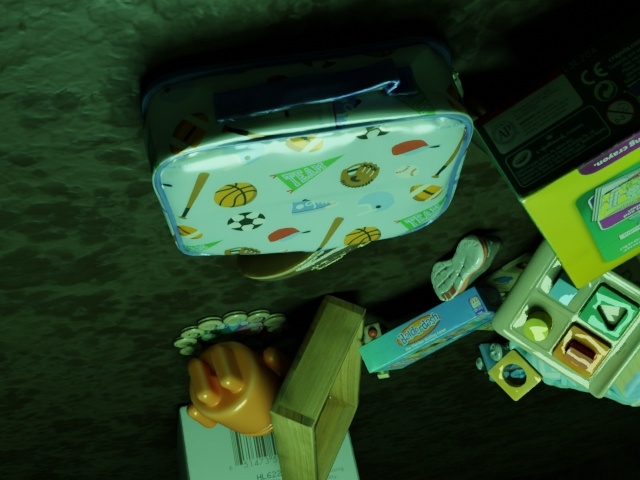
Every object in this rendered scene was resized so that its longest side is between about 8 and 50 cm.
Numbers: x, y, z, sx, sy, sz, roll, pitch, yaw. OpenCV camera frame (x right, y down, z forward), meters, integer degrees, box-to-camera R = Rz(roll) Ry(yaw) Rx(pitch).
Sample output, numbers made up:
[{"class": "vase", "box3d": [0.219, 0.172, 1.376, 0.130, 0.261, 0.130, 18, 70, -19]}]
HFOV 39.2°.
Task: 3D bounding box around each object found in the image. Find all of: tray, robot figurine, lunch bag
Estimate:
[{"class": "tray", "box3d": [-0.002, 0.273, 1.477, 0.076, 0.202, 0.411, 20, 152, 11]}, {"class": "robot figurine", "box3d": [-0.122, 0.238, 1.428, 0.128, 0.158, 0.219, 19, 165, 32]}, {"class": "lunch bag", "box3d": [-0.007, -0.086, 0.842, 0.303, 0.115, 0.243, -10, 154, -5]}]

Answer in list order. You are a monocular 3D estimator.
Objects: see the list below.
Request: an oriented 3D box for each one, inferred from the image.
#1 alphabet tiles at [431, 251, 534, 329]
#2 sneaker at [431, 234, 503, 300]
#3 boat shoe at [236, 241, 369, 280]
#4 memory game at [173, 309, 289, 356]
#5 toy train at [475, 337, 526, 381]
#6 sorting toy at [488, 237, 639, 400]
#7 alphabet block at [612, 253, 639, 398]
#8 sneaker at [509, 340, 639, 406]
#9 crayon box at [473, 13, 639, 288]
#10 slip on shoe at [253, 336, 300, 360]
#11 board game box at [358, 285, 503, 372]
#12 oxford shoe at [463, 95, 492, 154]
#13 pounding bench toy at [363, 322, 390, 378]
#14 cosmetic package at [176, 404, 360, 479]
[{"class": "alphabet tiles", "box3d": [0.361, 0.083, 1.535, 0.285, 0.011, 0.342, 7, 149, -37]}, {"class": "sneaker", "box3d": [0.217, 0.041, 1.308, 0.065, 0.061, 0.158, -11, 159, -26]}, {"class": "boat shoe", "box3d": [0.000, 0.000, 1.079, 0.207, 0.073, 0.073, -23, 153, 22]}, {"class": "memory game", "box3d": [-0.138, 0.149, 1.412, 0.186, 0.012, 0.186, -11, 156, -5]}, {"class": "toy train", "box3d": [0.404, 0.226, 1.799, 0.184, 0.080, 0.105, -3, 145, -17]}, {"class": "sorting toy", "box3d": [0.360, 0.114, 1.285, 0.047, 0.196, 0.347, -29, 150, -56]}, {"class": "alphabet block", "box3d": [0.519, 0.099, 1.359, 0.192, 0.197, 0.193, -1, 134, -26]}, {"class": "sneaker", "box3d": [0.449, 0.221, 1.577, 0.150, 0.135, 0.366, -14, -175, -11]}, {"class": "crayon box", "box3d": [0.364, -0.120, 0.891, 0.363, 0.106, 0.313, -32, 153, 12]}, {"class": "slip on shoe", "box3d": [-0.092, 0.205, 1.526, 0.135, 0.041, 0.051, -24, 154, 22]}, {"class": "board game box", "box3d": [0.183, 0.142, 1.429, 0.210, 0.047, 0.160, -31, 164, 18]}, {"class": "oxford shoe", "box3d": [0.204, -0.117, 0.958, 0.076, 0.076, 0.212, -50, 147, 13]}, {"class": "pounding bench toy", "box3d": [0.094, 0.192, 1.542, 0.052, 0.083, 0.065, -21, 156, 17]}, {"class": "cosmetic package", "box3d": [-0.114, 0.519, 1.860, 0.329, 0.327, 0.393, -8, 157, -12]}]
